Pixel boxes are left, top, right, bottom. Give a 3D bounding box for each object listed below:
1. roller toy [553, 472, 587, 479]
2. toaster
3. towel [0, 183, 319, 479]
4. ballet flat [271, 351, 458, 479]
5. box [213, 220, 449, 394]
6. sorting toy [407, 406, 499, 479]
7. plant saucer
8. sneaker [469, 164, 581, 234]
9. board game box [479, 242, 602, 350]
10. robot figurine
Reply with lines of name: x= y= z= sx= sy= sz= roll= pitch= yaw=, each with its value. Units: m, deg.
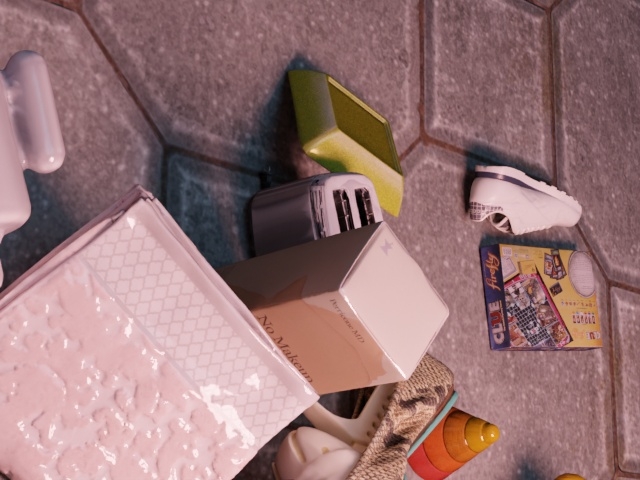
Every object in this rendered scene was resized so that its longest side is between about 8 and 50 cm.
roller toy: x=0.356 y=0.461 z=1.834 sx=0.146 sy=0.191 sz=0.209 roll=-13 pitch=64 yaw=-43
toaster: x=0.000 y=0.000 z=1.653 sx=0.129 sy=0.146 sz=0.227 roll=-4 pitch=81 yaw=-45
towel: x=-0.210 y=0.160 z=1.372 sx=0.317 sy=0.053 sz=0.332 roll=-41 pitch=110 yaw=-5
ballet flat: x=0.039 y=0.263 z=1.581 sx=0.182 sy=0.164 sz=0.483 roll=42 pitch=31 yaw=-4
box: x=-0.022 y=0.094 z=1.490 sx=0.148 sy=0.311 sz=0.121 roll=53 pitch=48 yaw=-19
sorting toy: x=0.146 y=0.357 z=1.709 sx=0.127 sy=0.126 sz=0.365 roll=51 pitch=49 yaw=-21
plant saucer: x=0.045 y=-0.146 z=1.749 sx=0.188 sy=0.045 sz=0.188 roll=33 pitch=30 yaw=-32
sneaker: x=0.323 y=-0.049 z=2.030 sx=0.235 sy=0.090 sz=0.094 roll=17 pitch=80 yaw=-36
board game box: x=0.356 y=0.094 z=2.038 sx=0.243 sy=0.042 sz=0.165 roll=5 pitch=75 yaw=-43
robot figurine: x=-0.409 y=-0.104 z=1.257 sx=0.300 sy=0.200 sz=0.353 roll=-13 pitch=88 yaw=-21
